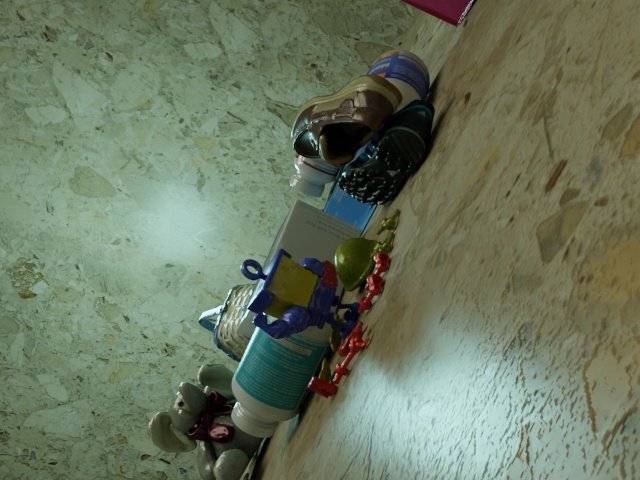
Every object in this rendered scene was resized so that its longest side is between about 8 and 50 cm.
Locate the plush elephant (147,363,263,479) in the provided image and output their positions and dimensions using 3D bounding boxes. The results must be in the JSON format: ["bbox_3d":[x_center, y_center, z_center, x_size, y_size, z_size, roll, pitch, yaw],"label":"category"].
[{"bbox_3d":[-0.253,0.419,1.481,0.272,0.255,0.330,-56,-6,-31],"label":"plush elephant"}]

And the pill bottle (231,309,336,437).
[{"bbox_3d":[-0.077,0.239,1.190,0.146,0.146,0.264,-87,23,-80],"label":"pill bottle"}]

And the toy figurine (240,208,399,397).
[{"bbox_3d":[-0.020,0.055,1.048,0.363,0.217,0.191,-70,6,-46],"label":"toy figurine"}]

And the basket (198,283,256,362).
[{"bbox_3d":[-0.155,0.234,1.598,0.289,0.254,0.201,-32,32,49],"label":"basket"}]

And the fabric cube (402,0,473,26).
[{"bbox_3d":[0.283,-0.696,1.390,0.259,0.254,0.258,131,164,-75],"label":"fabric cube"}]

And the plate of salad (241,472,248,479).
[{"bbox_3d":[-0.210,0.613,1.389,0.200,0.048,0.200,-64,4,8],"label":"plate of salad"}]

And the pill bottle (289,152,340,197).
[{"bbox_3d":[0.005,-0.225,1.590,0.121,0.121,0.216,-78,14,-73],"label":"pill bottle"}]

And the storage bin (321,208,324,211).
[{"bbox_3d":[0.000,0.000,2.114,0.122,0.084,0.180,-71,8,-54],"label":"storage bin"}]

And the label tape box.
[{"bbox_3d":[0.102,-0.163,1.600,0.334,0.105,0.241,-72,8,-63],"label":"label tape box"}]

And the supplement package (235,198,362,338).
[{"bbox_3d":[-0.046,0.091,1.420,0.175,0.177,0.293,-55,12,54],"label":"supplement package"}]

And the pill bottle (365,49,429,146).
[{"bbox_3d":[0.159,-0.309,1.394,0.272,0.152,0.152,-69,6,-51],"label":"pill bottle"}]

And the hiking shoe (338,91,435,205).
[{"bbox_3d":[0.140,-0.166,1.243,0.132,0.113,0.304,-59,10,-26],"label":"hiking shoe"}]

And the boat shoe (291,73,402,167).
[{"bbox_3d":[0.026,-0.210,1.235,0.342,0.123,0.123,-12,51,58],"label":"boat shoe"}]
